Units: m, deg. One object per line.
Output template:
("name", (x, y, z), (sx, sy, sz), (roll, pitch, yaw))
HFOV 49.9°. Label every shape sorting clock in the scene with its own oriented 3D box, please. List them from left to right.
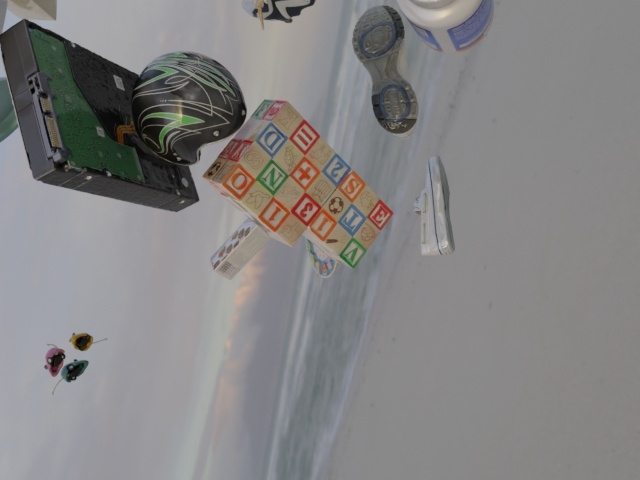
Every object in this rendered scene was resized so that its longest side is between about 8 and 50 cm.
("shape sorting clock", (0.000, 0.000, 1.872), (0.206, 0.040, 0.206), (176, 90, -67))

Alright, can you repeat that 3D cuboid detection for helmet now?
("helmet", (-0.205, -0.213, 1.072), (0.161, 0.169, 0.170), (-37, 37, 50))

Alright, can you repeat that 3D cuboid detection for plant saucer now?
("plant saucer", (-0.902, -0.327, 1.822), (0.317, 0.044, 0.317), (-42, -1, -1))

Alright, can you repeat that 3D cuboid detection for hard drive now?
("hard drive", (-0.337, -0.179, 1.094), (0.339, 0.064, 0.237), (13, -125, -68))

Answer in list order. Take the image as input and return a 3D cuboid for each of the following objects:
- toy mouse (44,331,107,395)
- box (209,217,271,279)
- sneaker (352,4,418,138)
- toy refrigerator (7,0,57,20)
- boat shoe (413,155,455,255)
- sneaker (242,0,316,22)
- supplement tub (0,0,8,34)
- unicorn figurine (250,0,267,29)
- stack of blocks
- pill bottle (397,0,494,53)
("toy mouse", (-0.543, 0.257, 1.459), (0.143, 0.031, 0.161), (-65, -25, -5))
("box", (-0.167, -0.030, 1.849), (0.324, 0.067, 0.063), (-46, 38, 13))
("sneaker", (0.137, -0.343, 1.426), (0.129, 0.110, 0.297), (42, -140, -73))
("toy refrigerator", (-0.643, -0.551, 1.449), (0.269, 0.094, 0.102), (-138, 50, -85))
("boat shoe", (0.234, -0.075, 1.473), (0.083, 0.075, 0.226), (42, -139, -56))
("sneaker", (-0.062, -0.592, 1.527), (0.094, 0.153, 0.235), (39, 112, 46))
("supplement tub", (-0.641, -0.327, 0.968), (0.241, 0.331, 0.241), (-49, 32, 46))
("unicorn figurine", (-0.081, -0.402, 0.994), (0.162, 0.060, 0.111), (-53, 48, 4))
("stack of blocks", (-0.031, -0.076, 1.174), (0.171, 0.297, 0.087), (-53, 32, -8))
("pill bottle", (0.213, -0.425, 1.181), (0.272, 0.152, 0.153), (-3, -77, -72))
